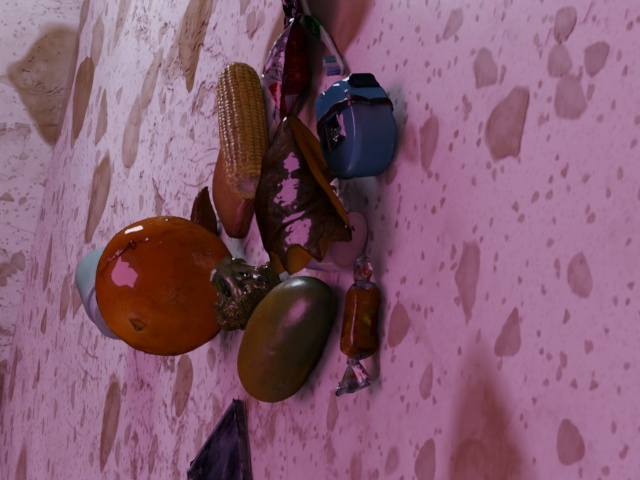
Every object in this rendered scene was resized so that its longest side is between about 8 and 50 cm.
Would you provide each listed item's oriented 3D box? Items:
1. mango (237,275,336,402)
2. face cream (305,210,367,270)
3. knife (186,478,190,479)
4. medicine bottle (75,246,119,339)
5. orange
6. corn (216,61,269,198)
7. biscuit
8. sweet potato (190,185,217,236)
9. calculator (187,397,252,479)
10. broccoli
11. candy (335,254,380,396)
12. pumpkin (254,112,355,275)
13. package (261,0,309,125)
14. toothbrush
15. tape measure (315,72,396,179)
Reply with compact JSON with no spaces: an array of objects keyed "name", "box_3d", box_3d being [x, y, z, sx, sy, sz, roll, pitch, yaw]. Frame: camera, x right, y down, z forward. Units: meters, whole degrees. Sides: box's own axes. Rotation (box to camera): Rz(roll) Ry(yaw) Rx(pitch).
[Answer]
[{"name":"mango","box_3d":[-0.048,0.130,1.679,0.237,0.091,0.137,-60,36,32]},{"name":"face cream","box_3d":[0.000,0.000,1.642,0.198,0.057,0.084,4,75,66]},{"name":"knife","box_3d":[-0.236,0.518,2.105,0.054,0.015,0.212,-175,92,-67]},{"name":"medicine bottle","box_3d":[-0.441,0.112,2.565,0.225,0.139,0.139,-133,54,-62]},{"name":"orange","box_3d":[-0.258,0.075,2.011,0.240,0.240,0.240,-173,90,-68]},{"name":"corn","box_3d":[-0.128,-0.186,1.976,0.081,0.081,0.248,126,144,-50]},{"name":"biscuit","box_3d":[-0.143,-0.118,2.053,0.192,0.036,0.186,-118,42,-53]},{"name":"sweet potato","box_3d":[-0.211,0.032,2.147,0.057,0.057,0.264,159,114,-65]},{"name":"calculator","box_3d":[-0.170,0.388,1.978,0.261,0.021,0.161,124,146,-48]},{"name":"broccoli","box_3d":[-0.113,0.079,1.812,0.130,0.120,0.131,-42,2,21]},{"name":"candy","box_3d":[0.051,0.107,1.502,0.053,0.046,0.182,158,122,-68]},{"name":"pumpkin","box_3d":[-0.050,-0.065,1.562,0.130,0.149,0.254,-34,22,12]},{"name":"package","box_3d":[-0.049,-0.302,1.833,0.194,0.071,0.269,-164,80,-76]},{"name":"toothbrush","box_3d":[-0.006,-0.324,1.804,0.304,0.030,0.030,-108,33,-51]},{"name":"tape measure","box_3d":[0.046,-0.142,1.545,0.146,0.081,0.125,148,115,-65]}]
